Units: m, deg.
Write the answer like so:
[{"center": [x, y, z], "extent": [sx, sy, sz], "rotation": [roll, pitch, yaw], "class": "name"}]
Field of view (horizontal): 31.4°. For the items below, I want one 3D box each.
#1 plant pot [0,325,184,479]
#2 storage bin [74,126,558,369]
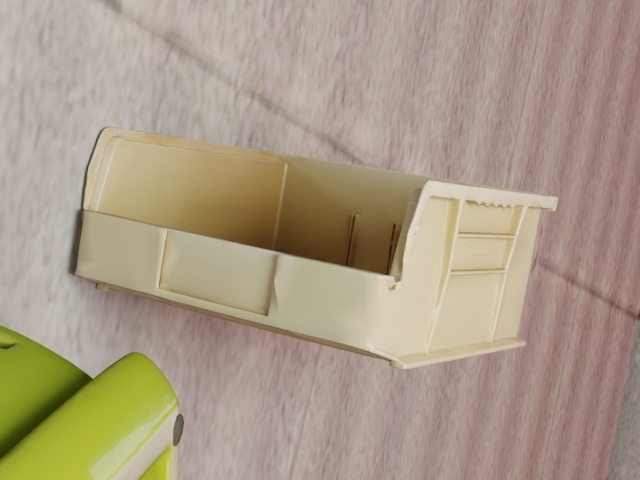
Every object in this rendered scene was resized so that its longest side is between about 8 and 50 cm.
[{"center": [-0.191, 0.166, 0.563], "extent": [0.227, 0.207, 0.228], "rotation": [-46, 141, -75], "class": "plant pot"}, {"center": [0.000, 0.000, 0.848], "extent": [0.260, 0.262, 0.123], "rotation": [2, 98, -60], "class": "storage bin"}]
